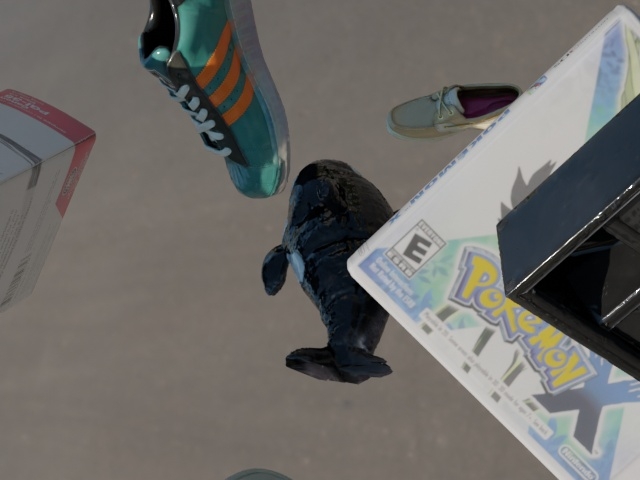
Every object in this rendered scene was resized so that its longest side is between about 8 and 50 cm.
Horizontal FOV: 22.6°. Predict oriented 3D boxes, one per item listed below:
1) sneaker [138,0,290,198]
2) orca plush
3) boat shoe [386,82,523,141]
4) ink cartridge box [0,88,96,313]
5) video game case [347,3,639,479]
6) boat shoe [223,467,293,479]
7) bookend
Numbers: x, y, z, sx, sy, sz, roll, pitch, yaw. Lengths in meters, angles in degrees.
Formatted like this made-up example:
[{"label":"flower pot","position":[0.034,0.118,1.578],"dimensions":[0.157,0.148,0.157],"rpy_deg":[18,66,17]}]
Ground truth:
[{"label":"sneaker","position":[-0.122,-0.170,1.628],"dimensions":[0.108,0.121,0.302],"rpy_deg":[23,133,58]},{"label":"orca plush","position":[0.000,0.000,1.383],"dimensions":[0.151,0.102,0.287],"rpy_deg":[-9,36,20]},{"label":"boat shoe","position":[0.162,-0.161,1.911],"dimensions":[0.059,0.170,0.063],"rpy_deg":[81,180,-63]},{"label":"ink cartridge box","position":[-0.352,-0.018,1.573],"dimensions":[0.207,0.117,0.283],"rpy_deg":[-64,-6,19]},{"label":"video game case","position":[0.240,0.031,1.284],"dimensions":[0.300,0.329,0.036],"rpy_deg":[-44,13,9]},{"label":"boat shoe","position":[-0.098,0.343,1.568],"dimensions":[0.302,0.114,0.091],"rpy_deg":[-52,-23,-53]},{"label":"bookend","position":[0.217,0.002,0.968],"dimensions":[0.156,0.157,0.072],"rpy_deg":[-44,27,29]}]
